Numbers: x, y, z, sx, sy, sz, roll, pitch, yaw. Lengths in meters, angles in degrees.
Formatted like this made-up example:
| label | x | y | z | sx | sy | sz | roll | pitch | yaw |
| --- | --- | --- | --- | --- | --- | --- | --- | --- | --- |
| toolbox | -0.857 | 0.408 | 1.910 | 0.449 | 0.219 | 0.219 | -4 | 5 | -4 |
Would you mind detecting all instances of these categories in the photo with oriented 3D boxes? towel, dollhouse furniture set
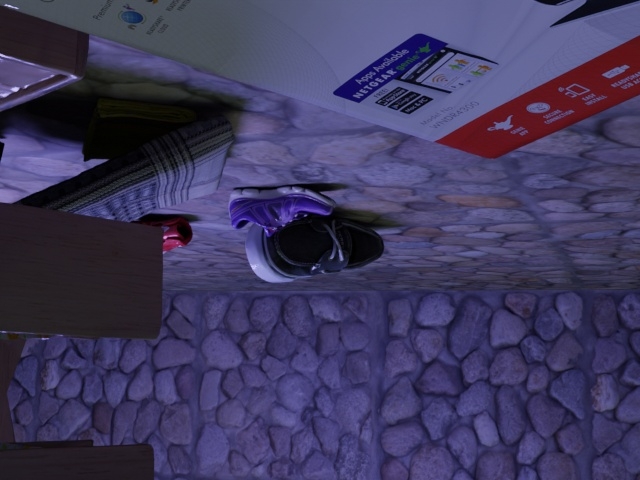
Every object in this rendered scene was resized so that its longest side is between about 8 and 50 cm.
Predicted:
| label | x | y | z | sx | sy | sz | roll | pitch | yaw |
| --- | --- | --- | --- | --- | --- | --- | --- | --- | --- |
| towel | -0.213 | -0.117 | 1.038 | 0.102 | 0.021 | 0.237 | 5 | 172 | -18 |
| dollhouse furniture set | -0.308 | 0.005 | 0.581 | 0.256 | 0.394 | 0.362 | 10 | 168 | -44 |
| towel | -0.254 | -0.034 | 1.046 | 0.312 | 0.056 | 0.324 | -26 | -179 | -13 |

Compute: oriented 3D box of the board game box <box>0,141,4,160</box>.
| label | x | y | z | sx | sy | sz | roll | pitch | yaw |
| --- | --- | --- | --- | --- | --- | --- | --- | --- | --- |
| board game box | -0.423 | -0.074 | 0.973 | 0.030 | 0.136 | 0.260 | 14 | 173 | 9 |

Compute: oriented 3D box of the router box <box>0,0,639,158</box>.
| label | x | y | z | sx | sy | sz | roll | pitch | yaw |
| --- | --- | --- | --- | --- | --- | --- | --- | --- | --- |
| router box | 0.060 | -0.148 | 0.318 | 0.301 | 0.082 | 0.335 | 12 | 161 | -29 |

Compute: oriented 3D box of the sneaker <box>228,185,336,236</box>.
| label | x | y | z | sx | sy | sz | roll | pitch | yaw |
| --- | --- | --- | --- | --- | --- | --- | --- | --- | --- |
| sneaker | -0.057 | -0.041 | 1.365 | 0.170 | 0.071 | 0.068 | -2 | 171 | 22 |

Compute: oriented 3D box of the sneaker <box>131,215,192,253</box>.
| label | x | y | z | sx | sy | sz | roll | pitch | yaw |
| --- | --- | --- | --- | --- | --- | --- | --- | --- | --- |
| sneaker | -0.323 | -0.017 | 1.624 | 0.128 | 0.087 | 0.221 | -16 | 174 | 40 |

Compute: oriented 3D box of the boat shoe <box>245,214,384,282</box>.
| label | x | y | z | sx | sy | sz | roll | pitch | yaw |
| --- | --- | --- | --- | --- | --- | --- | --- | --- | --- |
| boat shoe | 0.000 | 0.000 | 1.576 | 0.119 | 0.121 | 0.335 | -12 | 177 | 31 |
